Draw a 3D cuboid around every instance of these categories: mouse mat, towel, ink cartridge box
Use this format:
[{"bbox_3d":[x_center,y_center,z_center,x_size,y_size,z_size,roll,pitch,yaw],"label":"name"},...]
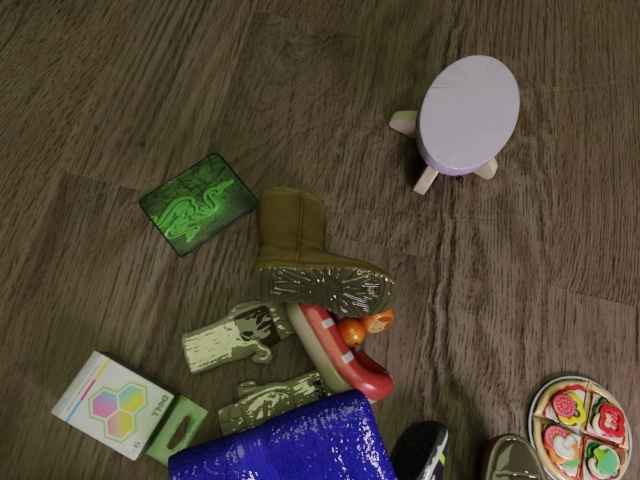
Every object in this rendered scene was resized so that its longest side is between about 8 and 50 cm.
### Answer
[{"bbox_3d":[-0.238,-0.074,0.840,0.190,0.007,0.152,-38,81,-15],"label":"mouse mat"},{"bbox_3d":[-0.043,0.367,0.626,0.309,0.076,0.227,-21,106,-2],"label":"towel"},{"bbox_3d":[-0.305,0.279,0.695,0.210,0.062,0.108,29,72,2],"label":"ink cartridge box"}]

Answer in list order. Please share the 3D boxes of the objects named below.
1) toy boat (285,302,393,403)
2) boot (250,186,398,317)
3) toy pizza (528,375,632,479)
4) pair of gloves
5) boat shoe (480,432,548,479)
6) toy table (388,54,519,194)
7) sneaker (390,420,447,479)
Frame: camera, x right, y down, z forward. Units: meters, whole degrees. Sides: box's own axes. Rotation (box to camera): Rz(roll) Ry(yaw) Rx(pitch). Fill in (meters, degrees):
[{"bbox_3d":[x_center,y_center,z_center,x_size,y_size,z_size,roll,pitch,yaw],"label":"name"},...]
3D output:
[{"bbox_3d":[0.055,0.154,0.718,0.151,0.151,0.230,-32,80,6],"label":"toy boat"},{"bbox_3d":[0.000,0.000,0.730,0.237,0.089,0.269,12,30,-9],"label":"boot"},{"bbox_3d":[0.482,0.353,0.779,0.202,0.032,0.201,2,73,-6],"label":"toy pizza"},{"bbox_3d":[-0.108,0.226,0.746,0.204,0.042,0.239,-26,80,-17],"label":"pair of gloves"},{"bbox_3d":[0.309,0.473,0.689,0.111,0.104,0.306,-1,75,2],"label":"boat shoe"},{"bbox_3d":[0.269,-0.223,0.863,0.252,0.161,0.274,41,72,7],"label":"toy table"},{"bbox_3d":[0.165,0.423,0.712,0.097,0.084,0.234,35,72,-21],"label":"sneaker"}]
